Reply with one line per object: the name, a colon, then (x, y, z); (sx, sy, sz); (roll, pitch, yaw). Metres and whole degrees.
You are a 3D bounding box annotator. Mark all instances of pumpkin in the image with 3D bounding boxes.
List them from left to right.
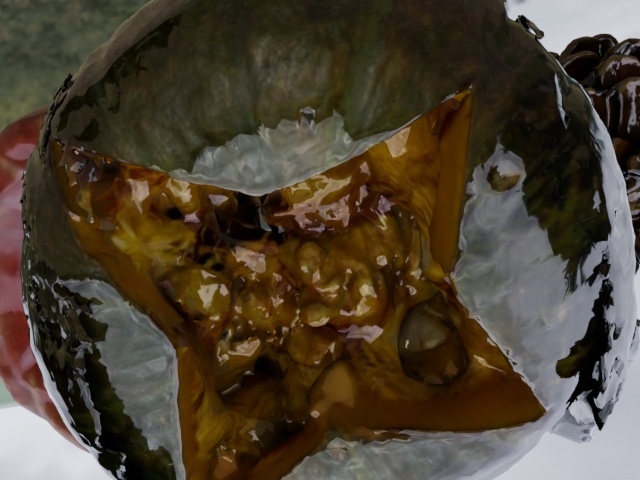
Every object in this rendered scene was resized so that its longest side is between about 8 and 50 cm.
pumpkin: (0.000, 0.000, 0.680); (0.320, 0.320, 0.192); (-15, -158, 11)

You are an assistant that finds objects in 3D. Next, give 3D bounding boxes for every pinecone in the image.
pinecone: (0.280, -0.068, 1.291); (0.243, 0.243, 0.257); (-17, -145, 3)

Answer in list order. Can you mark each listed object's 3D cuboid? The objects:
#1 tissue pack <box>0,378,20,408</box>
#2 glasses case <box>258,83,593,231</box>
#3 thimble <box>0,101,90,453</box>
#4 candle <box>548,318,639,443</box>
tissue pack: (-0.365, 0.081, 1.672); (0.356, 0.194, 0.266); (-4, -161, -44)
glasses case: (0.047, -0.048, 0.965); (0.299, 0.114, 0.060); (-5, 175, -1)
thimble: (-0.146, 0.016, 1.236); (0.350, 0.350, 0.230); (-12, -169, 32)
candle: (0.244, 0.135, 1.756); (0.330, 0.187, 0.187); (20, -165, 6)
